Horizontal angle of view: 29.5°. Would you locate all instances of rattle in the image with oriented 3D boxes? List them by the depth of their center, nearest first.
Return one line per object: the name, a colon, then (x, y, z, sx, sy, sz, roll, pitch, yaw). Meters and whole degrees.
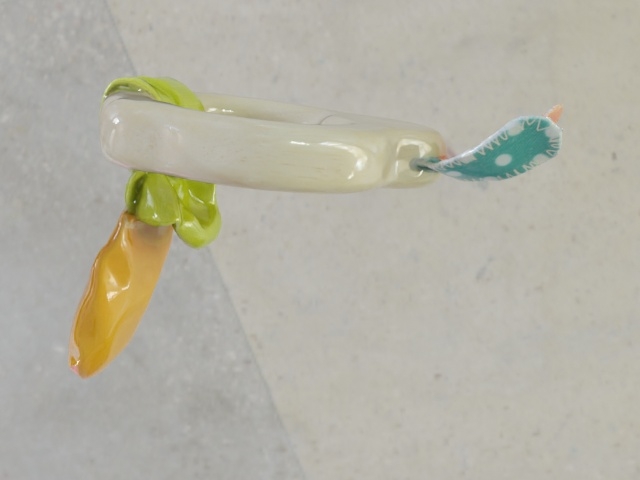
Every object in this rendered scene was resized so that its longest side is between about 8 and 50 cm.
rattle: (0.000, 0.000, 0.527, 0.200, 0.130, 0.142, 7, 84, -12)
